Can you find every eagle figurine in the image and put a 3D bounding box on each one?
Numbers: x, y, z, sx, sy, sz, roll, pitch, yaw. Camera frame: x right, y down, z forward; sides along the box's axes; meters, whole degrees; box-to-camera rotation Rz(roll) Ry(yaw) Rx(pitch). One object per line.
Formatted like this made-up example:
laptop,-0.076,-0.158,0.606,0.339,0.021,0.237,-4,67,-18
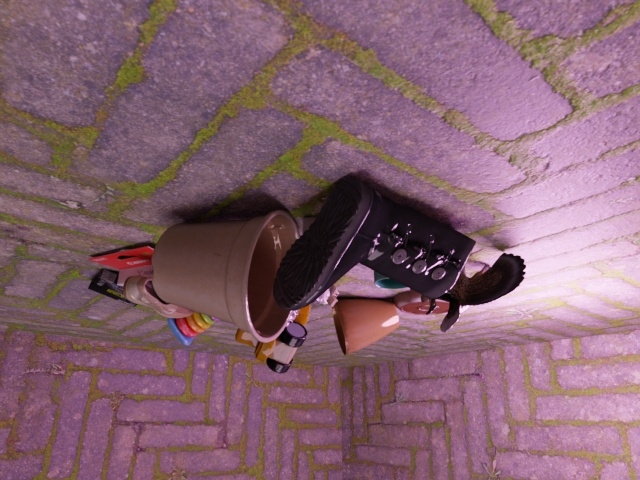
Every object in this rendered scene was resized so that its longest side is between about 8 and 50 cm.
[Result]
eagle figurine,0.471,0.144,1.420,0.298,0.226,0.225,-1,118,-13

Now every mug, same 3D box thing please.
mug,0.247,0.093,1.437,0.158,0.097,0.129,9,156,-22

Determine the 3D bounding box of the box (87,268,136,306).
box,-0.764,0.184,1.714,0.191,0.045,0.184,30,143,-28

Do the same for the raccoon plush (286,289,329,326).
raccoon plush,-0.205,0.216,1.639,0.299,0.216,0.446,-4,159,32

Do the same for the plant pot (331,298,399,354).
plant pot,0.197,0.342,1.928,0.254,0.237,0.237,-12,159,-7

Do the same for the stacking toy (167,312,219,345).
stacking toy,-0.488,0.309,1.953,0.302,0.166,0.175,-23,109,12

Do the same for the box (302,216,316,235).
box,0.000,0.000,1.213,0.087,0.101,0.102,-3,156,9

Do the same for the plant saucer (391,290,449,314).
plant saucer,0.460,0.270,1.930,0.311,0.050,0.310,1,157,1

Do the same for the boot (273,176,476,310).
boot,0.149,0.068,1.153,0.445,0.146,0.367,19,118,-40

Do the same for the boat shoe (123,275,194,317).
boat shoe,-0.501,0.188,1.491,0.098,0.109,0.302,-7,154,26

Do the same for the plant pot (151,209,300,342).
plant pot,-0.250,0.073,1.179,0.305,0.333,0.334,6,160,18

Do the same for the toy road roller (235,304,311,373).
toy road roller,-0.183,0.324,1.752,0.241,0.329,0.202,24,118,-6

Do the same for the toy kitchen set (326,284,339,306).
toy kitchen set,0.061,0.215,1.788,0.075,0.083,0.068,21,109,-40

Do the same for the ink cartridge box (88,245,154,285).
ink cartridge box,-0.581,0.106,1.518,0.296,0.066,0.261,-10,158,28
